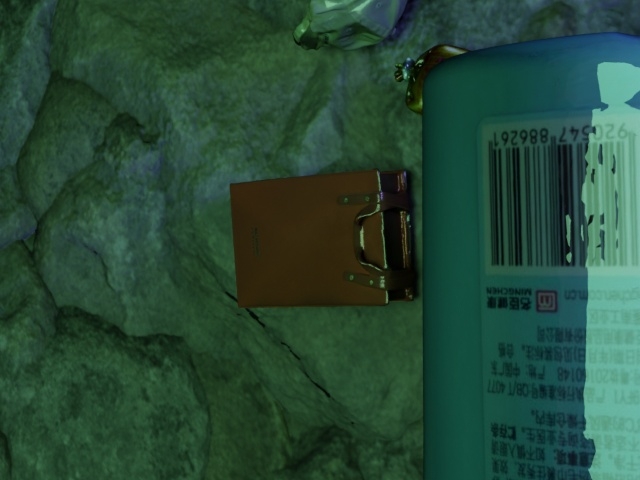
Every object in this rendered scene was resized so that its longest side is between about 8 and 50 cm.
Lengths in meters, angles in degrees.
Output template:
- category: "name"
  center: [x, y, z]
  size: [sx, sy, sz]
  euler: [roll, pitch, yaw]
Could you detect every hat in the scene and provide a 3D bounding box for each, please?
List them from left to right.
- category: "hat"
  center: [0.042, -0.251, 1.150]
  size: [0.122, 0.081, 0.166]
  euler: [-169, 96, -73]

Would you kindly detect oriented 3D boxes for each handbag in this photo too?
- category: "handbag"
  center: [0.000, 0.000, 1.193]
  size: [0.190, 0.062, 0.127]
  euler: [-2, 91, 38]

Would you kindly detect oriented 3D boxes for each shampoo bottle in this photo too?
- category: "shampoo bottle"
  center: [0.227, 0.052, 0.777]
  size: [0.331, 0.331, 0.343]
  euler: [1, 94, 35]

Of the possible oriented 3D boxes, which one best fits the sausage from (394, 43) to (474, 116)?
- category: "sausage"
  center: [0.211, -0.098, 1.028]
  size: [0.371, 0.082, 0.082]
  euler: [20, 104, 33]
